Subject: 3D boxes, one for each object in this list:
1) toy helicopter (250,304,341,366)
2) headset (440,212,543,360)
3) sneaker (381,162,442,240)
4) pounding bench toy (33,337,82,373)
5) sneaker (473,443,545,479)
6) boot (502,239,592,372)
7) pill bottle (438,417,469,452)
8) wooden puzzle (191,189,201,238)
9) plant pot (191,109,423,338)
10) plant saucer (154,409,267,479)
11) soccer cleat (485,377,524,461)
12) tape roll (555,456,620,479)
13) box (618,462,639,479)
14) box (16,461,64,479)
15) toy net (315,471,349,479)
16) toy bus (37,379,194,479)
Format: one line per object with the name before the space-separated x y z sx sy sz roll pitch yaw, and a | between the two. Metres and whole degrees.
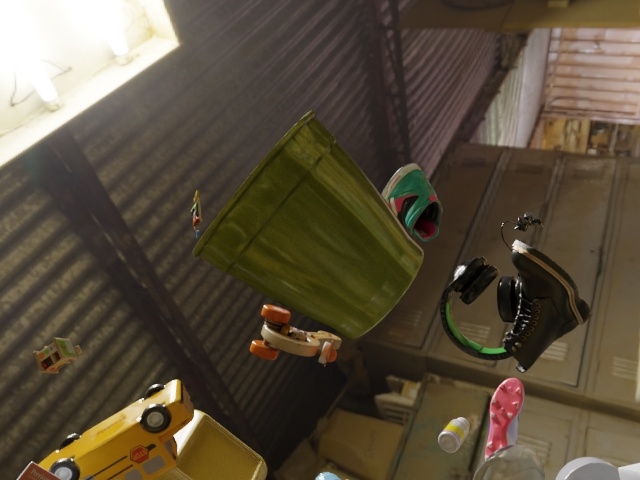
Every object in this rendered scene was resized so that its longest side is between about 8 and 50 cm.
toy helicopter | -0.024 0.299 1.652 0.355 0.235 0.140 18 -90 -60
headset | 0.469 0.119 1.463 0.185 0.243 0.394 -23 -49 -56
sneaker | 0.244 -0.054 1.569 0.123 0.178 0.295 -15 -32 -32
pounding bench toy | -0.571 0.255 1.218 0.065 0.052 0.083 -35 -20 3
sneaker | 0.315 0.433 0.839 0.152 0.114 0.305 -123 16 -59
boot | 0.297 0.103 0.795 0.137 0.077 0.198 -46 -61 3
pill bottle | 0.273 0.391 1.127 0.083 0.043 0.043 -18 -65 -54
wooden puzzle | -0.339 -0.071 1.515 0.078 0.014 0.116 -53 44 51
plant pot | 0.000 0.000 1.110 0.366 0.353 0.366 -49 5 6
plant saucer | -0.301 0.651 1.576 0.081 0.332 0.333 -50 4 21
soccer cleat | 0.503 0.499 1.509 0.095 0.083 0.248 36 -114 -48
tape roll | 0.794 0.744 1.602 0.072 0.219 0.219 51 -127 -78
box | 0.845 0.679 1.238 0.168 0.215 0.345 142 121 -72
box | -0.459 0.462 0.865 0.091 0.130 0.170 -46 12 43
toy net | 0.020 0.545 1.159 0.122 0.045 0.232 -32 -44 2
toy bus | -0.382 0.400 1.026 0.332 0.108 0.130 -30 -76 -8
